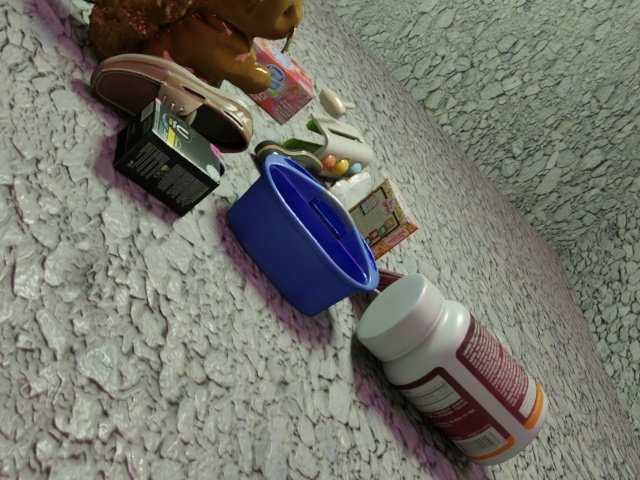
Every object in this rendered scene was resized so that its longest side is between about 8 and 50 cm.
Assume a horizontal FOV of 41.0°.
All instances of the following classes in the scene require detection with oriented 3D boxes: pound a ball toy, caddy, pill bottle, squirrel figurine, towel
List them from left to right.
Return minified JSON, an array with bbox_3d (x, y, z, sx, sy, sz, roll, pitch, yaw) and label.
[{"bbox_3d":[-0.239,-0.446,1.704,0.397,0.370,0.281,38,25,-32],"label":"squirrel figurine"},{"bbox_3d":[-0.021,-0.018,1.723,0.341,0.179,0.241,51,22,-2],"label":"caddy"},{"bbox_3d":[0.044,-0.253,2.204,0.135,0.208,0.319,58,21,17],"label":"pound a ball toy"},{"bbox_3d":[0.197,0.125,1.978,0.199,0.031,0.275,14,-15,45],"label":"towel"},{"bbox_3d":[0.272,0.267,1.795,0.392,0.224,0.224,46,21,-16],"label":"pill bottle"}]

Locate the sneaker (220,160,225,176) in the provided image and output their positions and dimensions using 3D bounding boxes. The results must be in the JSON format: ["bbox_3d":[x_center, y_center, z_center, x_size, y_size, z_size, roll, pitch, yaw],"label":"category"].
[{"bbox_3d":[-0.245,-0.171,1.689,0.144,0.053,0.059,35,24,-39],"label":"sneaker"}]

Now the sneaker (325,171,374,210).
[{"bbox_3d":[0.082,-0.098,2.212,0.121,0.099,0.262,60,29,1],"label":"sneaker"}]

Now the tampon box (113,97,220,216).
[{"bbox_3d":[-0.269,-0.147,1.527,0.161,0.101,0.120,39,25,-31],"label":"tampon box"}]

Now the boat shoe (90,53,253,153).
[{"bbox_3d":[-0.266,-0.250,1.602,0.325,0.123,0.116,15,35,-25],"label":"boat shoe"}]

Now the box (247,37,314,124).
[{"bbox_3d":[-0.146,-0.444,2.244,0.257,0.123,0.128,39,25,-29],"label":"box"}]

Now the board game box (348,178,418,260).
[{"bbox_3d":[0.120,-0.031,2.014,0.045,0.193,0.146,30,30,-44],"label":"board game box"}]

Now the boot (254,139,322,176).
[{"bbox_3d":[-0.059,-0.148,2.015,0.198,0.077,0.137,10,44,-41],"label":"boot"}]
